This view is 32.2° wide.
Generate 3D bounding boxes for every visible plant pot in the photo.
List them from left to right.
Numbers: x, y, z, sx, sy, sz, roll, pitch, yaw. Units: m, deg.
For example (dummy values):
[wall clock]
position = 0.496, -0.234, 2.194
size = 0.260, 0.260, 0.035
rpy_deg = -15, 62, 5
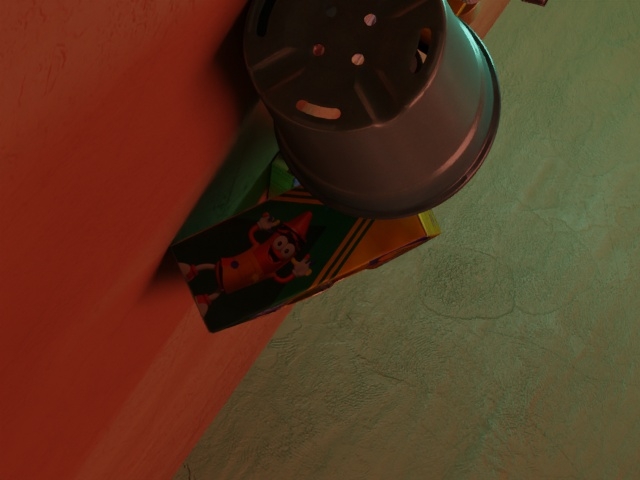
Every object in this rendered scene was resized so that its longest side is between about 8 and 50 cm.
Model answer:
[plant pot]
position = 0.062, -0.224, 1.479
size = 0.341, 0.341, 0.334
rpy_deg = -57, 165, -2

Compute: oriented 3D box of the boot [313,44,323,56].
[boot]
position = 0.009, -0.328, 1.740
size = 0.114, 0.037, 0.106
rpy_deg = -62, 175, -5

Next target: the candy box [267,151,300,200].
[candy box]
position = -0.048, -0.135, 2.092
size = 0.109, 0.053, 0.187
rpy_deg = -55, 173, -21

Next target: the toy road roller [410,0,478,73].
[toy road roller]
position = 0.292, -0.412, 2.437
size = 0.330, 0.240, 0.202
rpy_deg = -58, 173, 3

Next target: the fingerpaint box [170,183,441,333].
[fingerpaint box]
position = 0.000, 0.000, 1.871
size = 0.371, 0.163, 0.445
rpy_deg = -25, 177, 8

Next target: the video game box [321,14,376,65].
[video game box]
position = 0.045, -0.335, 1.887
size = 0.205, 0.048, 0.187
rpy_deg = -59, 170, 11

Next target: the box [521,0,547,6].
[box]
position = 0.380, -0.628, 2.017
size = 0.073, 0.295, 0.293
rpy_deg = 6, 127, -37

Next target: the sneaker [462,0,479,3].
[sneaker]
position = 0.281, -0.550, 1.772
size = 0.366, 0.210, 0.137
rpy_deg = -44, 176, -26
